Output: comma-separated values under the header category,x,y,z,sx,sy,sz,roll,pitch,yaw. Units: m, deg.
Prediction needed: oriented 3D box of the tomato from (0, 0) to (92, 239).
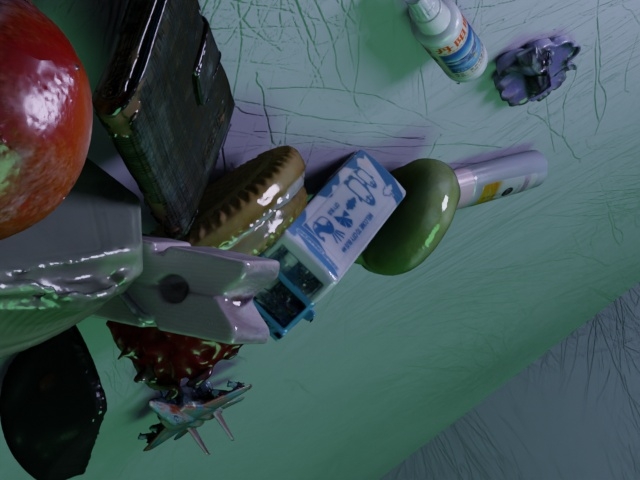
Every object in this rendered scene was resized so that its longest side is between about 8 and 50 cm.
category,x,y,z,sx,sy,sz,roll,pitch,yaw
tomato,-0.276,-0.100,0.906,0.208,0.208,0.184,-5,150,-47

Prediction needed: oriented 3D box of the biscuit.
category,x,y,z,sx,sy,sz,roll,pitch,yaw
biscuit,-0.118,-0.009,1.352,0.259,0.079,0.259,-34,-167,9

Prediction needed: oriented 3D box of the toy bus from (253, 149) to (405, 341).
category,x,y,z,sx,sy,sz,roll,pitch,yaw
toy bus,0.000,0.000,1.480,0.131,0.106,0.297,-45,-178,31

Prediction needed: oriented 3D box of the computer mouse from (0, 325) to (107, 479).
category,x,y,z,sx,sy,sz,roll,pitch,yaw
computer mouse,-0.371,0.225,1.598,0.087,0.168,0.295,-13,151,-33

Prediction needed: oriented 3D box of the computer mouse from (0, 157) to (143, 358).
category,x,y,z,sx,sy,sz,roll,pitch,yaw
computer mouse,-0.344,0.010,1.039,0.428,0.228,0.145,-1,138,-46

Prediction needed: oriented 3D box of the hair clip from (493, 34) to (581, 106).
category,x,y,z,sx,sy,sz,roll,pitch,yaw
hair clip,0.294,-0.220,1.583,0.124,0.052,0.195,-27,165,11

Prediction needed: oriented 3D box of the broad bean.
category,x,y,z,sx,sy,sz,roll,pitch,yaw
broad bean,0.114,-0.031,1.649,0.100,0.169,0.228,27,166,-28

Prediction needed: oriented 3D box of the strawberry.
category,x,y,z,sx,sy,sz,roll,pitch,yaw
strawberry,-0.155,0.068,1.536,0.280,0.150,0.253,-37,-167,5

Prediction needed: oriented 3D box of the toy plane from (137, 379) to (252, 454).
category,x,y,z,sx,sy,sz,roll,pitch,yaw
toy plane,-0.233,0.281,1.997,0.222,0.104,0.326,-31,155,4

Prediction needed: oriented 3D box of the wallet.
category,x,y,z,sx,sy,sz,roll,pitch,yaw
wallet,-0.137,-0.125,1.114,0.044,0.169,0.317,15,163,10

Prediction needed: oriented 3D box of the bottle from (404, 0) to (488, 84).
category,x,y,z,sx,sy,sz,roll,pitch,yaw
bottle,0.134,-0.234,1.327,0.060,0.060,0.217,-34,158,13

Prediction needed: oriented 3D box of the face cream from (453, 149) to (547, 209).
category,x,y,z,sx,sy,sz,roll,pitch,yaw
face cream,0.255,-0.090,1.819,0.198,0.057,0.084,-17,156,-29

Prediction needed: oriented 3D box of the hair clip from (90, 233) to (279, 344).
category,x,y,z,sx,sy,sz,roll,pitch,yaw
hair clip,-0.193,0.039,1.212,0.330,0.101,0.085,9,179,36
